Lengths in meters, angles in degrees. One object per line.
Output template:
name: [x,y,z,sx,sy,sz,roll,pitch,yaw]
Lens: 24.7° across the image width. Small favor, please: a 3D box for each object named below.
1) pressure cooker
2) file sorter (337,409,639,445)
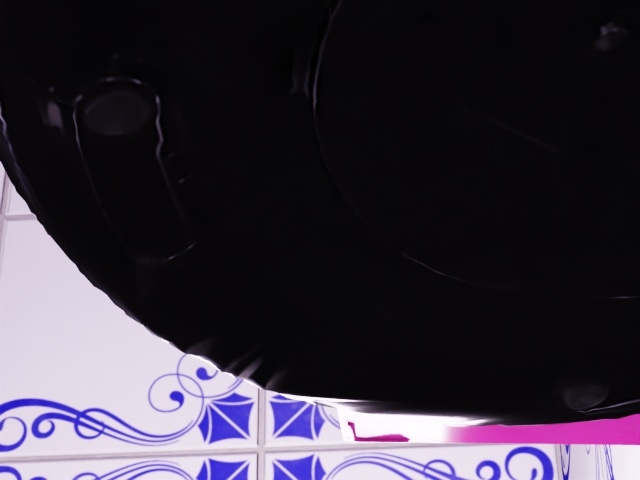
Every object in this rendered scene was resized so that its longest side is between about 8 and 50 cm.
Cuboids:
pressure cooker: [0.071,-0.196,0.482,0.370,0.376,0.420,58,-162,-50]
file sorter: [0.157,0.020,0.961,0.202,0.291,0.182,81,-169,-65]
